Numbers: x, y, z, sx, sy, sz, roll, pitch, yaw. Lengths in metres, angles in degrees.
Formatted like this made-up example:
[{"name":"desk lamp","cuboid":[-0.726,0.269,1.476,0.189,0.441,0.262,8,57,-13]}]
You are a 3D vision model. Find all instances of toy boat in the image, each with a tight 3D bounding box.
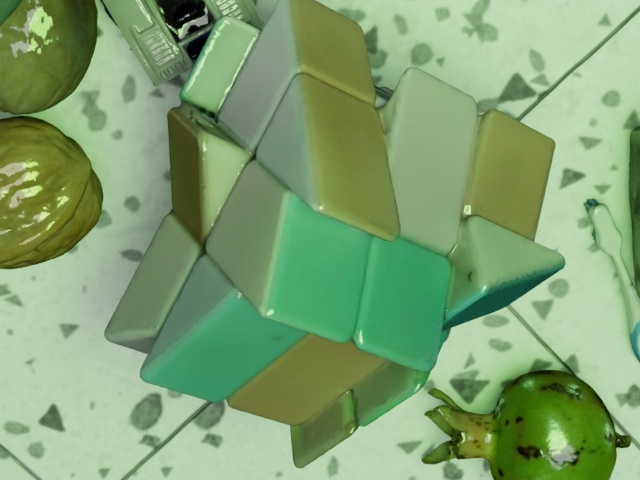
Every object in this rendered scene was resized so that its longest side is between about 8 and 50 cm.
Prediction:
[{"name":"toy boat","cuboid":[-0.174,-0.294,1.205,0.129,0.088,0.295,-29,109,1]}]

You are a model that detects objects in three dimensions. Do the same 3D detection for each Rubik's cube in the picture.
[{"name":"Rubik's cube","cuboid":[0.000,0.000,1.192,0.358,0.368,0.387,21,102,-32]}]

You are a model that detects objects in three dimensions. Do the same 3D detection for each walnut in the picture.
[{"name":"walnut","cuboid":[-0.275,-0.200,1.196,0.140,0.140,0.162,-7,115,-6]},{"name":"walnut","cuboid":[-0.293,-0.042,1.237,0.166,0.149,0.166,-6,138,-5]}]

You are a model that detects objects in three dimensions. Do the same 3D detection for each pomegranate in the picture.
[{"name":"pomegranate","cuboid":[0.219,0.212,1.406,0.220,0.156,0.156,12,107,21]}]

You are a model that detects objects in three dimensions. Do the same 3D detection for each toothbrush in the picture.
[{"name":"toothbrush","cuboid":[0.369,0.123,1.441,0.040,0.040,0.386,-26,109,0]}]

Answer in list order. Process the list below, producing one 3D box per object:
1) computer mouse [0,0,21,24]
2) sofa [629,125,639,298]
[{"name":"computer mouse","cuboid":[-0.319,-0.278,1.096,0.188,0.371,0.122,-12,145,7]},{"name":"sofa","cuboid":[0.438,-0.030,1.318,0.225,0.176,0.210,-2,96,-7]}]
